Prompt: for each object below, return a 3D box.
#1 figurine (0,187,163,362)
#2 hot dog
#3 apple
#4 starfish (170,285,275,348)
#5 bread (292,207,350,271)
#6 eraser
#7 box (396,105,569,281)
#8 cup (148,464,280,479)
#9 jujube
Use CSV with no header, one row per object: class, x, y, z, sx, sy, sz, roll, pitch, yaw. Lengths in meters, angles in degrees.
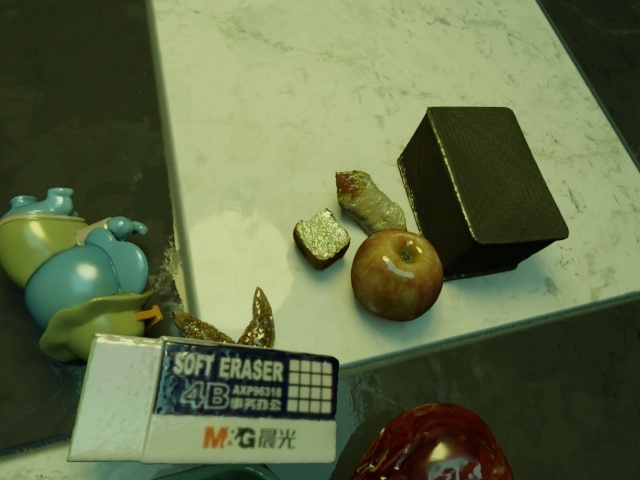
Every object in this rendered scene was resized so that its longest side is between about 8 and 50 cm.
figurine,-0.318,0.037,0.563,0.179,0.154,0.262,-22,81,-12
hot dog,0.083,-0.062,0.740,0.078,0.061,0.169,-44,102,6
apple,0.118,0.051,0.659,0.146,0.131,0.147,4,61,-7
starfish,-0.113,0.175,0.592,0.276,0.062,0.236,2,64,-20
bread,-0.002,0.002,0.689,0.076,0.070,0.083,-32,75,-23
eraser,-0.123,0.189,0.495,0.286,0.086,0.131,11,65,-22
box,0.270,-0.087,0.748,0.183,0.143,0.274,-6,66,-14
cup,-0.105,0.409,0.343,0.391,0.310,0.401,28,61,5
jujube,0.125,0.316,0.539,0.236,0.168,0.168,-32,75,-7
